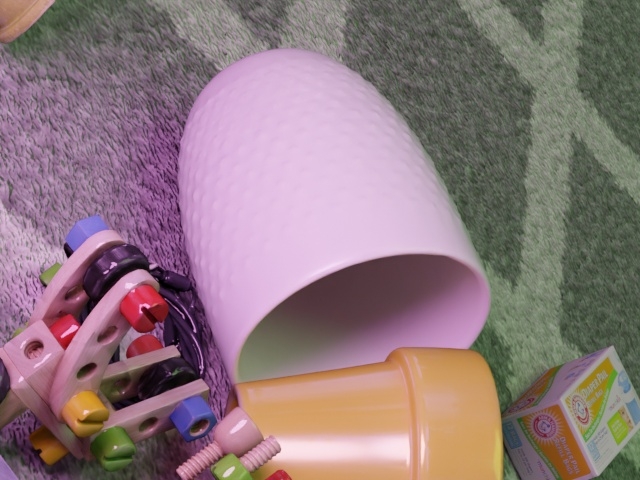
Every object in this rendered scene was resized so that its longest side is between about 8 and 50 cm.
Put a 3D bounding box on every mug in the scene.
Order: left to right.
[{"bbox_3d":[0.000,0.000,1.971,0.374,0.276,0.328,71,-3,-55],"label":"mug"}]

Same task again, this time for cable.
[{"bbox_3d":[-0.174,0.091,1.834,0.150,0.047,0.184,40,41,-34],"label":"cable"}]

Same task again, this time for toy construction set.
[{"bbox_3d":[-0.204,0.161,1.629,0.237,0.257,0.309,-37,83,-14],"label":"toy construction set"}]

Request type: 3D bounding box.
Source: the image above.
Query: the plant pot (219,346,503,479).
[{"bbox_3d":[0.030,0.223,1.804,0.239,0.254,0.254,5,58,-10],"label":"plant pot"}]

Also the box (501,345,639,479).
[{"bbox_3d":[0.322,0.229,2.399,0.203,0.103,0.114,-33,97,-57],"label":"box"}]

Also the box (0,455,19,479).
[{"bbox_3d":[-0.313,0.225,1.445,0.183,0.059,0.232,-24,72,-47],"label":"box"}]

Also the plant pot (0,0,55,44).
[{"bbox_3d":[-0.312,-0.370,1.773,0.254,0.276,0.276,39,40,-18],"label":"plant pot"}]
